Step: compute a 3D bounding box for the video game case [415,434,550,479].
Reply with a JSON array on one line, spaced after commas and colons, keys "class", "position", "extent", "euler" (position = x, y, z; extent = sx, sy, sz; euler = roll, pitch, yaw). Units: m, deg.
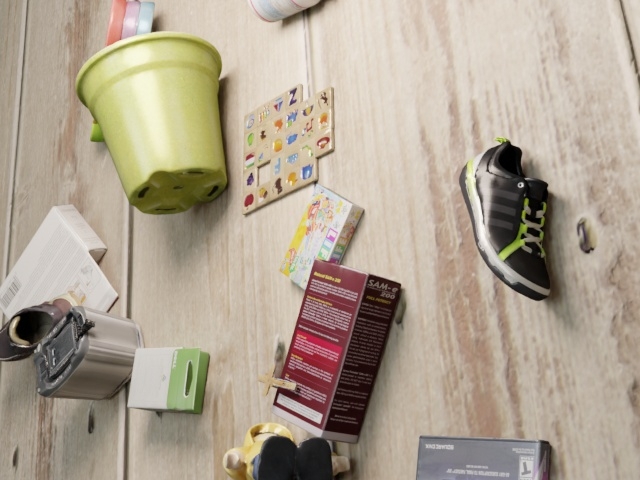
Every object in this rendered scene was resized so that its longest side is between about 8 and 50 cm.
[{"class": "video game case", "position": [0.185, 0.376, 1.219], "extent": [0.196, 0.026, 0.274], "euler": [-10, 68, 48]}]

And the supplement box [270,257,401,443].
[{"class": "supplement box", "position": [0.021, 0.157, 1.462], "extent": [0.130, 0.073, 0.239], "euler": [16, 90, 52]}]

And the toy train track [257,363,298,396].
[{"class": "toy train track", "position": [-0.060, 0.208, 1.474], "extent": [0.083, 0.014, 0.048], "euler": [5, 73, 48]}]

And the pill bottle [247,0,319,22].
[{"class": "pill bottle", "position": [-0.050, -0.441, 1.764], "extent": [0.160, 0.087, 0.087], "euler": [-10, 69, 48]}]

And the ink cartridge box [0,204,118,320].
[{"class": "ink cartridge box", "position": [-0.555, 0.117, 2.181], "extent": [0.261, 0.066, 0.296], "euler": [49, 118, 19]}]

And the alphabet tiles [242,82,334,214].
[{"class": "alphabet tiles", "position": [-0.059, -0.169, 1.735], "extent": [0.237, 0.009, 0.198], "euler": [-22, 59, 44]}]

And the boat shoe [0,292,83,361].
[{"class": "boat shoe", "position": [-0.617, 0.188, 2.133], "extent": [0.285, 0.092, 0.102], "euler": [-24, 83, 33]}]

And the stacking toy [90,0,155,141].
[{"class": "stacking toy", "position": [-0.413, -0.353, 2.197], "extent": [0.279, 0.130, 0.308], "euler": [130, 147, -66]}]

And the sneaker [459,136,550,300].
[{"class": "sneaker", "position": [0.242, -0.037, 1.260], "extent": [0.097, 0.084, 0.234], "euler": [-42, 47, 31]}]

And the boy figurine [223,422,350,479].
[{"class": "boy figurine", "position": [-0.049, 0.310, 1.427], "extent": [0.285, 0.177, 0.092], "euler": [148, 125, -79]}]

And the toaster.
[{"class": "toaster", "position": [-0.437, 0.215, 1.933], "extent": [0.227, 0.146, 0.129], "euler": [-45, 47, 31]}]

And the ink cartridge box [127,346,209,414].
[{"class": "ink cartridge box", "position": [-0.251, 0.244, 1.765], "extent": [0.209, 0.062, 0.109], "euler": [-9, 70, 48]}]

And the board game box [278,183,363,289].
[{"class": "board game box", "position": [0.000, 0.000, 1.584], "extent": [0.103, 0.026, 0.154], "euler": [33, 102, 50]}]

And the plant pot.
[{"class": "plant pot", "position": [-0.287, -0.195, 1.846], "extent": [0.276, 0.276, 0.253], "euler": [-34, 63, 38]}]
